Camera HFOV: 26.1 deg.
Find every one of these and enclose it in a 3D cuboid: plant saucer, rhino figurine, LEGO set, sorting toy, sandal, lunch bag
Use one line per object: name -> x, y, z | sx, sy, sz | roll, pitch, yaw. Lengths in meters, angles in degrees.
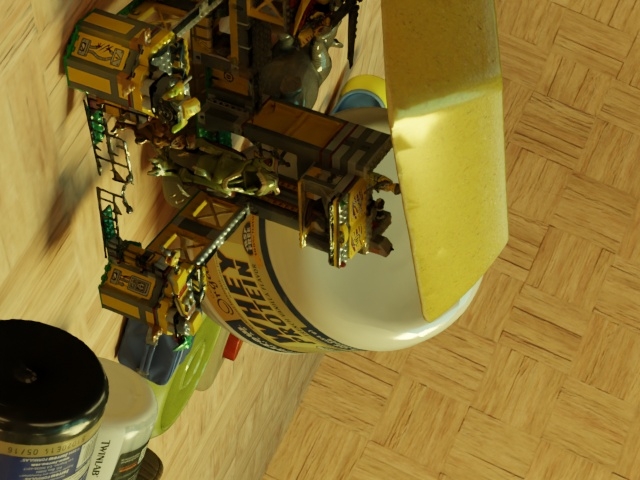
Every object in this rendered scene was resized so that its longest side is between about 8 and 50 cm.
plant saucer -> 0.099, -0.150, 1.097 | 0.333, 0.080, 0.333 | 72, 14, -60
rhino figurine -> -0.024, -0.198, 1.537 | 0.106, 0.073, 0.243 | 98, 16, -53
LEGO set -> -0.044, -0.066, 1.059 | 0.255, 0.192, 0.331 | -45, 147, -48
sorting toy -> -0.095, 0.049, 1.934 | 0.229, 0.041, 0.307 | -58, 170, -45
sandal -> 0.022, -0.089, 2.074 | 0.138, 0.126, 0.317 | -46, 151, -60
plant saucer -> -0.173, 0.149, 1.722 | 0.241, 0.037, 0.241 | -63, 172, -16
lunch bag -> -0.173, 0.104, 1.460 | 0.065, 0.067, 0.098 | -56, 169, -52

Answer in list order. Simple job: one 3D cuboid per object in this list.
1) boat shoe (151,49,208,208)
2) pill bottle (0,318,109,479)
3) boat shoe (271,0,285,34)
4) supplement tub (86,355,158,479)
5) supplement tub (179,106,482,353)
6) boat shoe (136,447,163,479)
boat shoe -> -0.123, -0.105, 1.228 | 0.178, 0.064, 0.060 | 92, -11, -51
pill bottle -> -0.237, 0.177, 1.028 | 0.123, 0.122, 0.219 | -54, 166, -58
boat shoe -> -0.013, -0.327, 1.161 | 0.098, 0.109, 0.302 | 42, -63, 60
supplement tub -> -0.224, 0.208, 1.241 | 0.117, 0.117, 0.190 | -49, 161, -66
supplement tub -> 0.000, 0.000, 1.392 | 0.228, 0.228, 0.316 | -63, -160, -17
boat shoe -> -0.250, 0.298, 1.591 | 0.072, 0.068, 0.190 | -56, 168, 26
